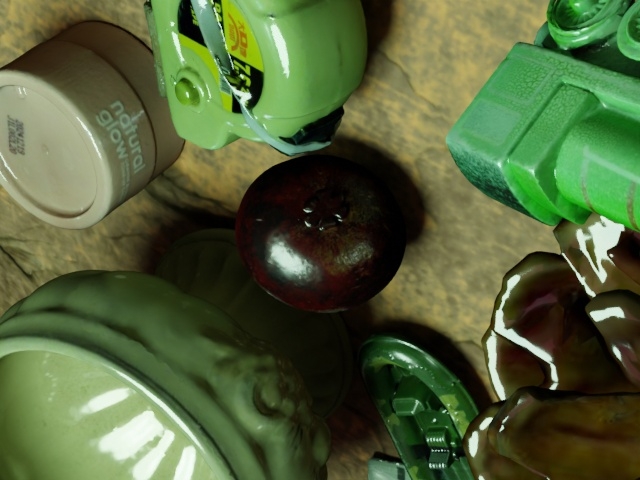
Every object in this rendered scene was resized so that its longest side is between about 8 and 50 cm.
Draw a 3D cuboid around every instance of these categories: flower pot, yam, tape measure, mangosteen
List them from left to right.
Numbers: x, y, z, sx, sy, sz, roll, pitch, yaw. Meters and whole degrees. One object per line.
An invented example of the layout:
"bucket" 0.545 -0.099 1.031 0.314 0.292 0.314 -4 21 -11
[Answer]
"yam" -0.112 -0.149 0.918 0.043 0.043 0.094 17 129 28
"flower pot" -0.113 0.133 0.982 0.308 0.244 0.307 16 127 23
"tape measure" -0.044 -0.151 0.821 0.175 0.106 0.200 26 134 39
"mangosteen" 0.000 0.000 0.899 0.140 0.140 0.140 21 132 25

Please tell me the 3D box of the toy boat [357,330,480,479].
"toy boat" 0.097 0.161 0.987 0.104 0.052 0.210 -7 118 44

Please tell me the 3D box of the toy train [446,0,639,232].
"toy train" 0.162 -0.038 0.483 0.085 0.119 0.251 39 178 -37

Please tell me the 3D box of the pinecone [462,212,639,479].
"pinecone" 0.259 0.095 0.607 0.398 0.398 0.397 21 132 25

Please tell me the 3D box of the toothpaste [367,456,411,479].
"toothpaste" 0.086 0.314 1.128 0.067 0.037 0.255 12 125 31

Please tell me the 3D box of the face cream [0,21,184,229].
"face cream" -0.202 -0.096 0.983 0.149 0.104 0.149 20 132 24
